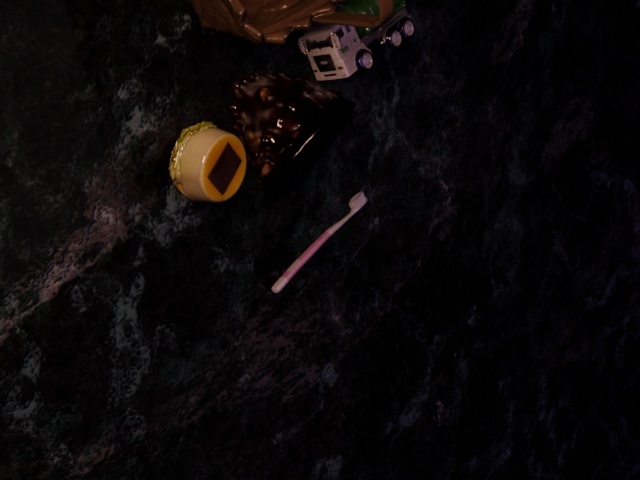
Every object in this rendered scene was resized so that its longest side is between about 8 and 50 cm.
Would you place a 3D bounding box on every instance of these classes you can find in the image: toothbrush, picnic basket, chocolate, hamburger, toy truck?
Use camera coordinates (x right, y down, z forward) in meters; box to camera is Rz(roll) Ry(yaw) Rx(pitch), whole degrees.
[{"bbox_3d":[0.000,0.000,1.769,0.286,0.020,0.025,-46,120,-30],"label":"toothbrush"},{"bbox_3d":[-0.044,-0.445,1.420,0.291,0.321,0.254,-41,129,-30],"label":"picnic basket"},{"bbox_3d":[-0.077,-0.199,1.589,0.224,0.177,0.206,-41,171,-49],"label":"chocolate"},{"bbox_3d":[-0.184,-0.125,1.508,0.141,0.081,0.126,25,82,-58],"label":"hamburger"},{"bbox_3d":[0.074,-0.388,1.708,0.242,0.101,0.125,-44,122,-34],"label":"toy truck"}]

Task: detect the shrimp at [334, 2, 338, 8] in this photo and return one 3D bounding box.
[{"bbox_3d":[0.067,-0.535,1.688,0.168,0.077,0.317,37,68,-46],"label":"shrimp"}]
